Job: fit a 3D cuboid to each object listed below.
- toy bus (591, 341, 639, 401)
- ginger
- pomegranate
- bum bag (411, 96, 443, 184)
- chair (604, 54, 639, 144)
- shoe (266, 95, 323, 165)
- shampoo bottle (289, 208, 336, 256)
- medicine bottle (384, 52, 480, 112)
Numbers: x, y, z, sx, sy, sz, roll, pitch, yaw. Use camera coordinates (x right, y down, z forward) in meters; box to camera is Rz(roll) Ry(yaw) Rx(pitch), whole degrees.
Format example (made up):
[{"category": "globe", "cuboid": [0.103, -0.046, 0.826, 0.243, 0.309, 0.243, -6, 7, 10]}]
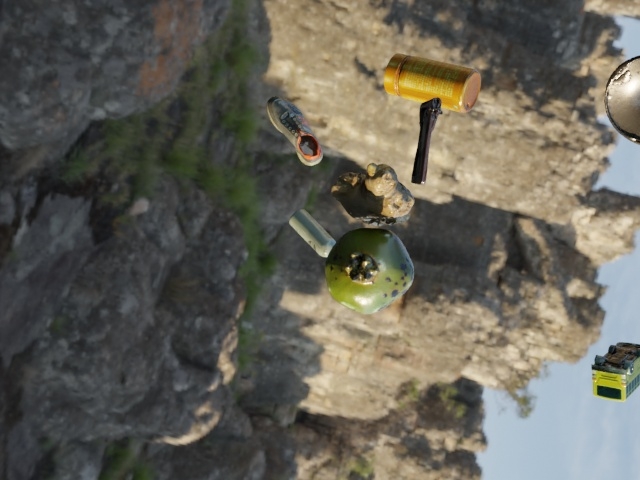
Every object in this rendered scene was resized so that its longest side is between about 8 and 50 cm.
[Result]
[{"category": "toy bus", "cuboid": [0.709, 0.306, 1.899, 0.175, 0.088, 0.101, -19, 107, -48]}, {"category": "ginger", "cuboid": [0.103, -0.078, 1.414, 0.213, 0.137, 0.074, -24, -141, 65]}, {"category": "pomegranate", "cuboid": [0.084, 0.051, 1.418, 0.205, 0.159, 0.159, 17, 88, -80]}, {"category": "bum bag", "cuboid": [0.194, -0.180, 1.480, 0.109, 0.026, 0.159, -124, -138, -82]}, {"category": "chair", "cuboid": [0.823, -0.403, 1.845, 0.401, 0.227, 0.226, -47, 160, -38]}, {"category": "shoe", "cuboid": [-0.057, -0.268, 1.936, 0.074, 0.194, 0.077, -35, -175, -6]}, {"category": "shampoo bottle", "cuboid": [0.000, 0.000, 2.038, 0.056, 0.195, 0.056, -33, 150, -22]}, {"category": "medicine bottle", "cuboid": [0.243, -0.343, 1.751, 0.096, 0.192, 0.096, -36, 136, -44]}]
